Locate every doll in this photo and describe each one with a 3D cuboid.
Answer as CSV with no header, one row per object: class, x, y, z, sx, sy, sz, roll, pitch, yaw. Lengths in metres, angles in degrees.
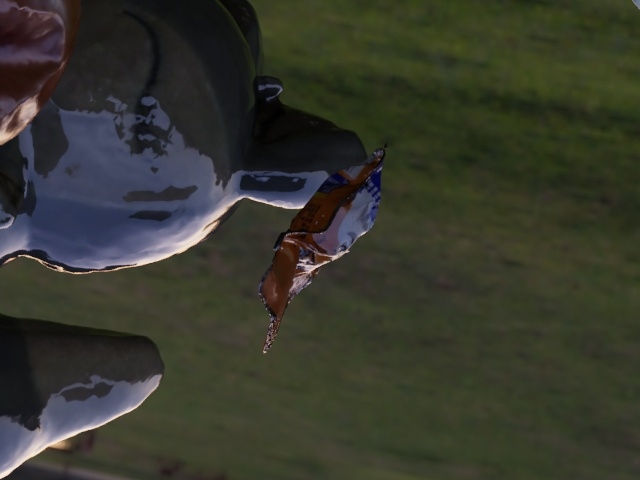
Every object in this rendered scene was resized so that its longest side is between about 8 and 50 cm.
doll,-0.184,-0.027,1.284,0.382,0.252,0.378,-9,143,-21

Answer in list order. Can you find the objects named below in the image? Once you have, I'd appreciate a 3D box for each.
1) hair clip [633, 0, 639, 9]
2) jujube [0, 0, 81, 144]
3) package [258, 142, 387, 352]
hair clip,0.195,-0.095,0.902,0.159,0.071,0.218,31,143,42
jujube,-0.215,-0.135,0.900,0.236,0.168,0.168,39,-177,32
package,-0.001,-0.001,0.954,0.033,0.110,0.077,40,162,0
